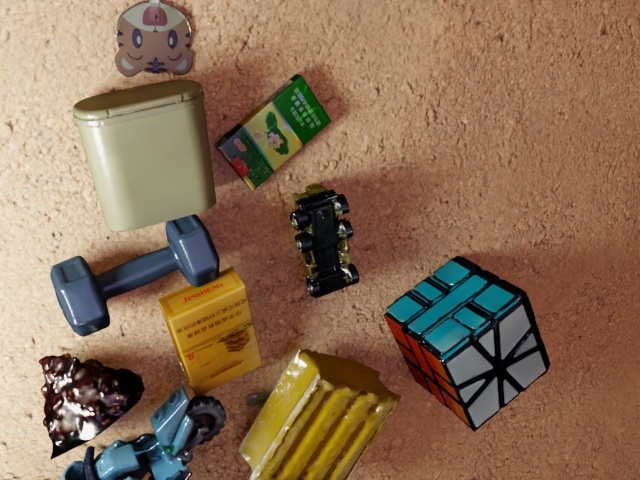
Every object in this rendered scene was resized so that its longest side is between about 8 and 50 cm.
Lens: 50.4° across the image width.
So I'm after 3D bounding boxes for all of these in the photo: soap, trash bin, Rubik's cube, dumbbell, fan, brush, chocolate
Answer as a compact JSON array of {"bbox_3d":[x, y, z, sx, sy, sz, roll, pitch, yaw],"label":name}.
[{"bbox_3d":[-0.001,0.455,1.689,0.293,0.156,0.335,18,108,-39],"label":"soap"},{"bbox_3d":[-0.327,-0.162,1.308,0.243,0.121,0.247,-17,119,-23],"label":"trash bin"},{"bbox_3d":[0.380,0.258,1.772,0.288,0.283,0.293,-36,124,-11],"label":"Rubik's cube"},{"bbox_3d":[-0.364,0.064,1.354,0.316,0.144,0.156,-24,163,-19],"label":"dumbbell"},{"bbox_3d":[-0.312,-0.421,1.274,0.152,0.008,0.227,-6,113,-26],"label":"fan"},{"bbox_3d":[-0.098,0.388,1.710,0.178,0.030,0.033,-10,124,-26],"label":"brush"},{"bbox_3d":[-0.488,0.293,1.381,0.224,0.206,0.177,-28,100,26],"label":"chocolate"}]

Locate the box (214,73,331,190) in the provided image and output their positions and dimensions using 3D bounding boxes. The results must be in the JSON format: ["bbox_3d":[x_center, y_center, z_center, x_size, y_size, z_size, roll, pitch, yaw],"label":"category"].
[{"bbox_3d":[-0.099,-0.230,1.454,0.235,0.034,0.132,-42,124,-8],"label":"box"}]

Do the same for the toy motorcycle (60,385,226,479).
[{"bbox_3d":[-0.400,0.487,1.494,0.416,0.172,0.232,-45,131,5],"label":"toy motorcycle"}]

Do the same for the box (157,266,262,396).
[{"bbox_3d":[-0.235,0.205,1.490,0.174,0.076,0.274,-23,136,-18],"label":"box"}]

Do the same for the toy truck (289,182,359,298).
[{"bbox_3d":[0.002,0.004,1.553,0.127,0.127,0.257,-20,119,-14],"label":"toy truck"}]
